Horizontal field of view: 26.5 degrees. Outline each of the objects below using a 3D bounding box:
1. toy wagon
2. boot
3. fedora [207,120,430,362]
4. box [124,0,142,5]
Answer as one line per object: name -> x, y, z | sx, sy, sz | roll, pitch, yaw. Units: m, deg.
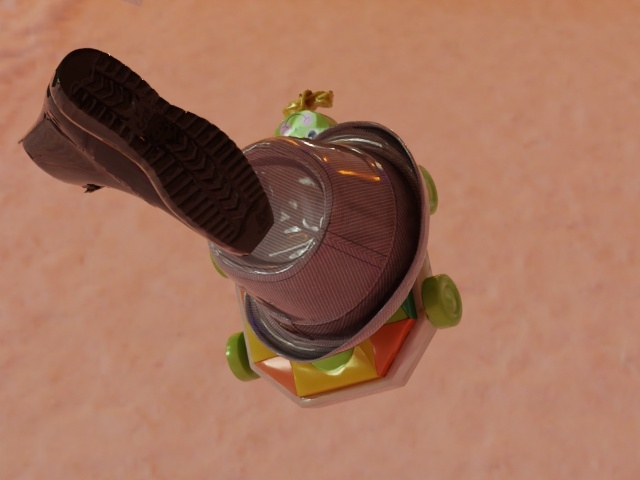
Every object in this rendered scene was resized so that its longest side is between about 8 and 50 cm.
toy wagon -> 0.000, 0.000, 1.457 | 0.267, 0.344, 0.068 | -18, -14, 28
boot -> -0.138, -0.051, 1.058 | 0.198, 0.137, 0.077 | 45, 56, -6
fedora -> -0.026, -0.017, 1.283 | 0.124, 0.243, 0.275 | 25, 6, -38
box -> -0.312, -0.402, 1.808 | 0.181, 0.119, 0.182 | 17, 2, -3
